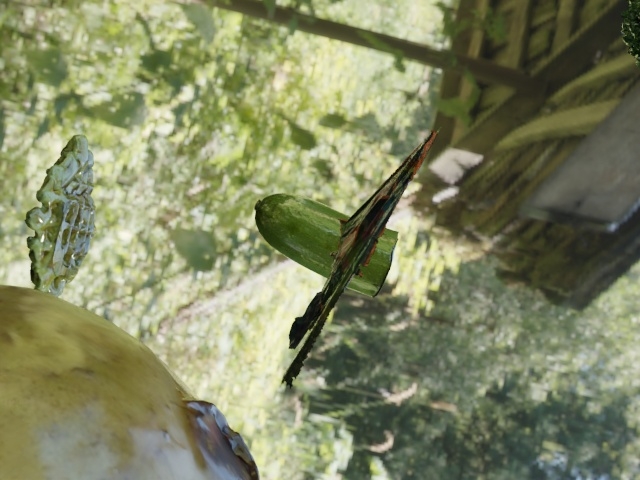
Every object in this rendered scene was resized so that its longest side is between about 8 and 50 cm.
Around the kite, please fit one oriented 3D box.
[{"bbox_3d":[0.031,-0.005,0.812,0.234,0.016,0.321,-57,-174,23],"label":"kite"}]

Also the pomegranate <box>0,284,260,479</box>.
[{"bbox_3d":[-0.144,0.156,0.431,0.281,0.281,0.281,-167,-90,-87],"label":"pomegranate"}]

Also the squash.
[{"bbox_3d":[0.000,0.000,1.251,0.095,0.188,0.095,-159,-90,-85],"label":"squash"}]

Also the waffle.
[{"bbox_3d":[-0.362,-0.026,1.406,0.204,0.054,0.223,-80,180,-49],"label":"waffle"}]

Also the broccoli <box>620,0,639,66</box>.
[{"bbox_3d":[0.225,-0.123,0.442,0.195,0.195,0.156,-81,-170,-55],"label":"broccoli"}]
